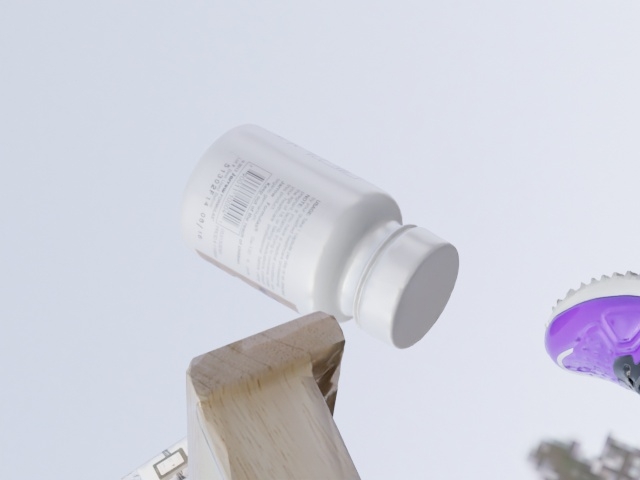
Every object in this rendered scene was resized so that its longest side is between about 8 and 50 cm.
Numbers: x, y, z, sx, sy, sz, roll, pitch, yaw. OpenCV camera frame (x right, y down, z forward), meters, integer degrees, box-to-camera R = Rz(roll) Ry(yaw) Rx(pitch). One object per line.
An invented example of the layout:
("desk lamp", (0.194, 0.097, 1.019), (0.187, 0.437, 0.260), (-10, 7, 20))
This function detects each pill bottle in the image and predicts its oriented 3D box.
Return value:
("pill bottle", (0.000, 0.000, 1.677), (0.131, 0.229, 0.131), (-42, -32, -34))

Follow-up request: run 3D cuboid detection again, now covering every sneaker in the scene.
("sneaker", (0.288, 0.109, 1.472), (0.102, 0.293, 0.146), (36, -119, -41))

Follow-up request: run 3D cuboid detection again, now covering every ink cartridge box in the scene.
("ink cartridge box", (-0.108, 0.174, 1.476), (0.083, 0.028, 0.048), (-33, -14, 11))

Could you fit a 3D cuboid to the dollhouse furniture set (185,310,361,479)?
("dollhouse furniture set", (0.168, 0.128, 0.849), (0.394, 0.256, 0.362), (-20, -23, -13))
